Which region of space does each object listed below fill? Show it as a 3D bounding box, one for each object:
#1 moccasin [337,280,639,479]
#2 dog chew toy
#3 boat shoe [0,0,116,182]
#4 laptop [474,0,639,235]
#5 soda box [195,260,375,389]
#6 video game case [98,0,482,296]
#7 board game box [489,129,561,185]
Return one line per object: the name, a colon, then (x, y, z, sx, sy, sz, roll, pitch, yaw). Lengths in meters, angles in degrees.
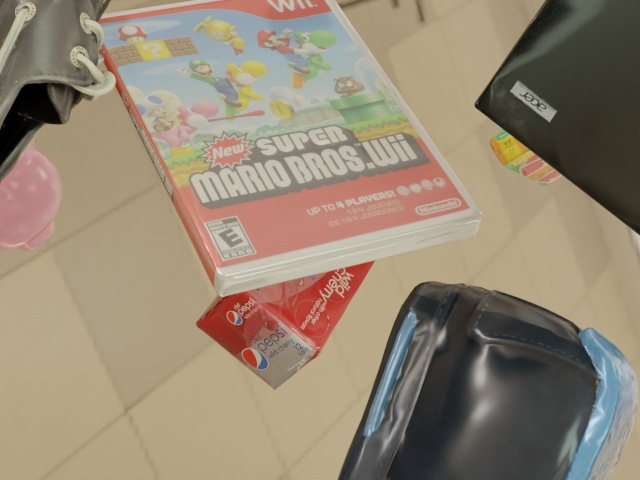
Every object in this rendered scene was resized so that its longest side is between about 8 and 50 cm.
moccasin: (0.012, 0.178, 0.536, 0.342, 0.116, 0.137, -61, 159, -3)
dog chew toy: (-0.404, -0.125, 1.362, 0.332, 0.206, 0.207, 53, 42, -22)
boat shoe: (-0.102, -0.055, 0.450, 0.206, 0.065, 0.075, -58, 167, -12)
laptop: (0.242, -0.129, 0.857, 0.234, 0.136, 0.264, 36, 33, -14)
soda box: (0.000, 0.000, 1.122, 0.092, 0.083, 0.263, 40, 47, -9)
video game case: (-0.033, -0.089, 0.952, 0.204, 0.025, 0.285, -13, 51, -22)
board game box: (0.275, -0.132, 1.071, 0.039, 0.259, 0.124, 62, 20, 18)
